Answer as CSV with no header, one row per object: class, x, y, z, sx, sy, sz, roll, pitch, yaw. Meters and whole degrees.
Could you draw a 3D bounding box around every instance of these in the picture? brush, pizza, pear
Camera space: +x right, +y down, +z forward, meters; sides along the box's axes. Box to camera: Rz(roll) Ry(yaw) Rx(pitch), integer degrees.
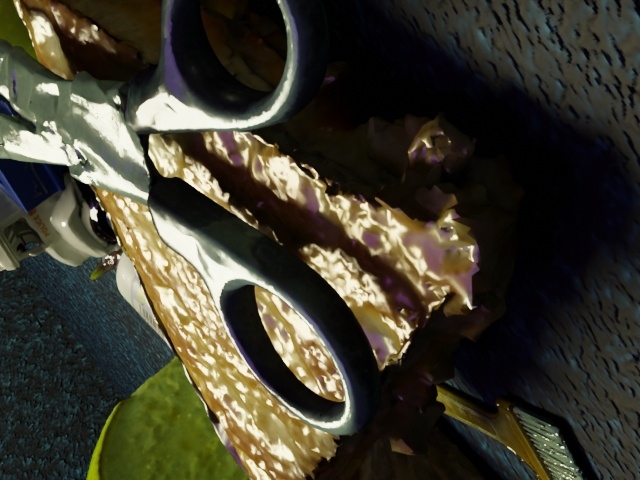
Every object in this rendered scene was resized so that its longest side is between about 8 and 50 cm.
brush,0.108,0.120,0.920,0.082,0.010,0.218,58,163,-24
pizza,0.000,0.000,0.775,0.406,0.130,0.440,5,124,57
pear,-0.068,0.220,1.197,0.238,0.255,0.164,34,156,34

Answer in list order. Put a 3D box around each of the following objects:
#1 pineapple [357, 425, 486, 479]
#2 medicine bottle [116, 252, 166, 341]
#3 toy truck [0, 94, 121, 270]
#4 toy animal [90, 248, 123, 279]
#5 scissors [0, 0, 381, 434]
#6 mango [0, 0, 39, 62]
pineapple,0.042,0.193,1.033,0.236,0.186,0.114,7,159,-5
medicine bottle,-0.078,0.063,1.140,0.186,0.103,0.103,43,162,29
toy truck,-0.262,-0.064,1.234,0.161,0.177,0.213,34,156,44
toy animal,-0.265,-0.033,1.521,0.202,0.070,0.105,49,146,21
scissors,-0.117,-0.052,0.735,0.383,0.029,0.256,18,129,43
mango,-0.269,-0.241,0.929,0.175,0.143,0.293,34,152,61
